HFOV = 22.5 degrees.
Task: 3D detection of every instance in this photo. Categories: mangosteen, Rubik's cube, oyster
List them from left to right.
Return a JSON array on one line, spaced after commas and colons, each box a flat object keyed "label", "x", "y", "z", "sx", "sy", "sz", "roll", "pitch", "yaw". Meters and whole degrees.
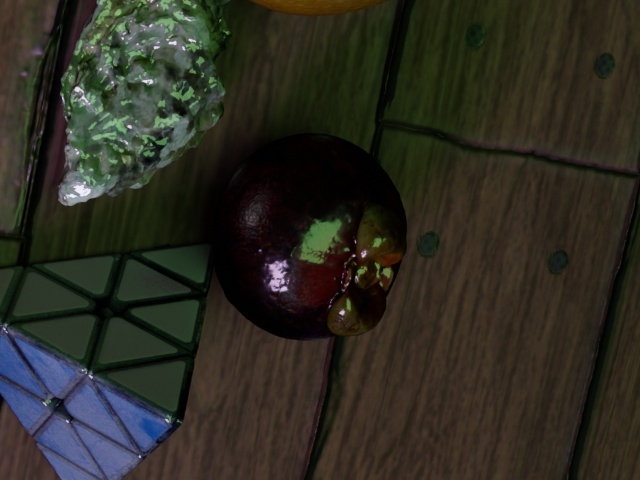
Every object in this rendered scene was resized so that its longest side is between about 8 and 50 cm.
[{"label": "Rubik's cube", "x": -0.155, "y": 0.085, "z": 1.055, "sx": 0.190, "sy": 0.178, "sz": 0.211, "roll": 22, "pitch": 90, "yaw": -29}, {"label": "oyster", "x": -0.117, "y": -0.105, "z": 1.094, "sx": 0.124, "sy": 0.064, "sz": 0.177, "roll": 8, "pitch": 97, "yaw": -27}, {"label": "mangosteen", "x": 0.000, "y": 0.000, "z": 1.134, "sx": 0.152, "sy": 0.152, "sz": 0.153, "roll": -8, "pitch": 107, "yaw": -28}]

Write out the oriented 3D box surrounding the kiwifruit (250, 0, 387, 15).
[{"label": "kiwifruit", "x": 0.020, "y": -0.256, "z": 1.057, "sx": 0.234, "sy": 0.196, "sz": 0.196, "roll": -35, "pitch": 117, "yaw": -23}]
